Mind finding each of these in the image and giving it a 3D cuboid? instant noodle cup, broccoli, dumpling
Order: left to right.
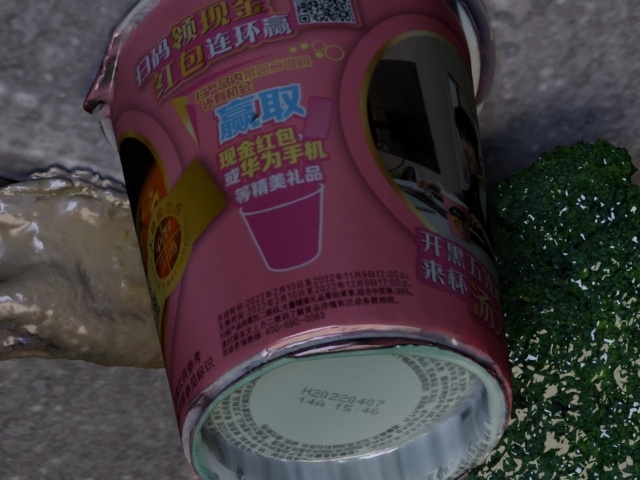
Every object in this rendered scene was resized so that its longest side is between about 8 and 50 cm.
[{"bbox_3d":[-0.167,0.038,0.913,0.332,0.086,0.166,4,141,-24],"label":"dumpling"},{"bbox_3d":[0.000,0.000,0.772,0.244,0.255,0.244,-5,139,-4],"label":"instant noodle cup"},{"bbox_3d":[0.147,0.085,0.926,0.265,0.245,0.294,32,137,16],"label":"broccoli"}]
